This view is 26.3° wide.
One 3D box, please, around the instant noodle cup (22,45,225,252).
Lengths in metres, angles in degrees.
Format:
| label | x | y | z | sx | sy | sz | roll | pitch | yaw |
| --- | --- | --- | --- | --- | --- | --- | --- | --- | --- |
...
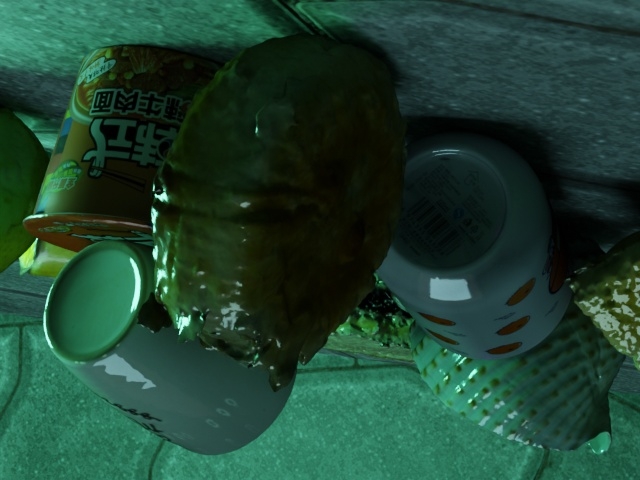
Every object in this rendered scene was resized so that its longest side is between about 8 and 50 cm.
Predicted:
| label | x | y | z | sx | sy | sz | roll | pitch | yaw |
| --- | --- | --- | --- | --- | --- | --- | --- | --- | --- |
| instant noodle cup | -0.172 | -0.082 | 1.455 | 0.250 | 0.192 | 0.250 | 9 | 169 | 2 |

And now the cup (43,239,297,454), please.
| label | x | y | z | sx | sy | sz | roll | pitch | yaw |
| --- | --- | --- | --- | --- | --- | --- | --- | --- | --- |
| cup | -0.184 | 0.085 | 1.436 | 0.258 | 0.186 | 0.234 | 35 | 179 | 41 |

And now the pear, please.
| label | x | y | z | sx | sy | sz | roll | pitch | yaw |
| --- | --- | --- | --- | --- | --- | --- | --- | --- | --- |
| pear | -0.433 | -0.055 | 1.662 | 0.176 | 0.286 | 0.282 | -21 | 154 | 30 |

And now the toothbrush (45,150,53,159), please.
| label | x | y | z | sx | sy | sz | roll | pitch | yaw |
| --- | --- | --- | --- | --- | --- | --- | --- | --- | --- |
| toothbrush | -0.449 | -0.137 | 1.843 | 0.257 | 0.018 | 0.024 | 17 | 169 | -34 |

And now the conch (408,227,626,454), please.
| label | x | y | z | sx | sy | sz | roll | pitch | yaw |
| --- | --- | --- | --- | --- | --- | --- | --- | --- | --- |
| conch | 0.282 | 0.108 | 1.802 | 0.303 | 0.215 | 0.319 | -7 | -142 | -23 |

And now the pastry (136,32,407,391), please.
| label | x | y | z | sx | sy | sz | roll | pitch | yaw |
| --- | --- | --- | --- | --- | --- | --- | --- | --- | --- |
| pastry | -0.031 | -0.038 | 1.296 | 0.136 | 0.330 | 0.329 | 19 | 174 | 28 |

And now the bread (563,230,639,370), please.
| label | x | y | z | sx | sy | sz | roll | pitch | yaw |
| --- | --- | --- | --- | --- | --- | --- | --- | --- | --- |
| bread | 0.432 | 0.050 | 1.623 | 0.204 | 0.163 | 0.262 | -38 | 160 | 26 |

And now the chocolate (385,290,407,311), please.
| label | x | y | z | sx | sy | sz | roll | pitch | yaw |
| --- | --- | --- | --- | --- | --- | --- | --- | --- | --- |
| chocolate | 0.222 | 0.072 | 2.126 | 0.248 | 0.110 | 0.110 | 8 | 169 | 21 |

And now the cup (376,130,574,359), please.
| label | x | y | z | sx | sy | sz | roll | pitch | yaw |
| --- | --- | --- | --- | --- | --- | --- | --- | --- | --- |
| cup | 0.169 | 0.007 | 1.573 | 0.212 | 0.212 | 0.317 | 6 | 167 | 17 |

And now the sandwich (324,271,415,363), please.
| label | x | y | z | sx | sy | sz | roll | pitch | yaw |
| --- | --- | --- | --- | --- | --- | --- | --- | --- | --- |
| sandwich | 0.054 | 0.131 | 2.482 | 0.325 | 0.131 | 0.262 | 4 | 167 | 35 |

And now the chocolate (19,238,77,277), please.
| label | x | y | z | sx | sy | sz | roll | pitch | yaw |
| --- | --- | --- | --- | --- | --- | --- | --- | --- | --- |
| chocolate | -0.231 | 0.002 | 2.071 | 0.445 | 0.162 | 0.162 | 10 | 169 | -25 |
